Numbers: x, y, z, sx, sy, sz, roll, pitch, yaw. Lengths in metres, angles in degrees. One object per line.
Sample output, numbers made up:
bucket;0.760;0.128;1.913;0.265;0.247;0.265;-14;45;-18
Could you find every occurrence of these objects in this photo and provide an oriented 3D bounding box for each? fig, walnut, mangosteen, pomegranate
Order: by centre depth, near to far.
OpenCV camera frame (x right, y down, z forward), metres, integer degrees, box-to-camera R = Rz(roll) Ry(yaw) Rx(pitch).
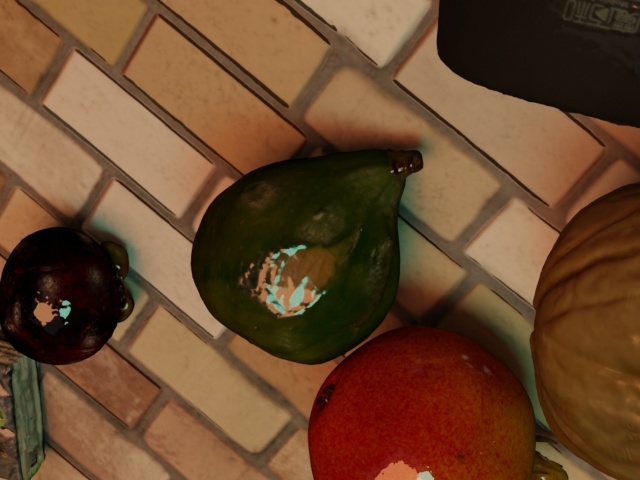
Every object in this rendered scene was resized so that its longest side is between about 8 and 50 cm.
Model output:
walnut;0.326;0.081;1.284;0.313;0.252;0.277;8;122;13
fig;0.000;0.000;1.484;0.195;0.195;0.245;42;94;0
pomegranate;0.113;0.198;1.507;0.256;0.221;0.221;16;133;-20
mangosteen;-0.264;0.059;1.675;0.152;0.152;0.152;14;124;21

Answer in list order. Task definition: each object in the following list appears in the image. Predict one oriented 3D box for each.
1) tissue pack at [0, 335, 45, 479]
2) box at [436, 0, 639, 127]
tissue pack;-0.439;0.178;1.878;0.235;0.073;0.173;14;123;21
box;0.239;-0.232;1.253;0.290;0.073;0.289;16;124;20
